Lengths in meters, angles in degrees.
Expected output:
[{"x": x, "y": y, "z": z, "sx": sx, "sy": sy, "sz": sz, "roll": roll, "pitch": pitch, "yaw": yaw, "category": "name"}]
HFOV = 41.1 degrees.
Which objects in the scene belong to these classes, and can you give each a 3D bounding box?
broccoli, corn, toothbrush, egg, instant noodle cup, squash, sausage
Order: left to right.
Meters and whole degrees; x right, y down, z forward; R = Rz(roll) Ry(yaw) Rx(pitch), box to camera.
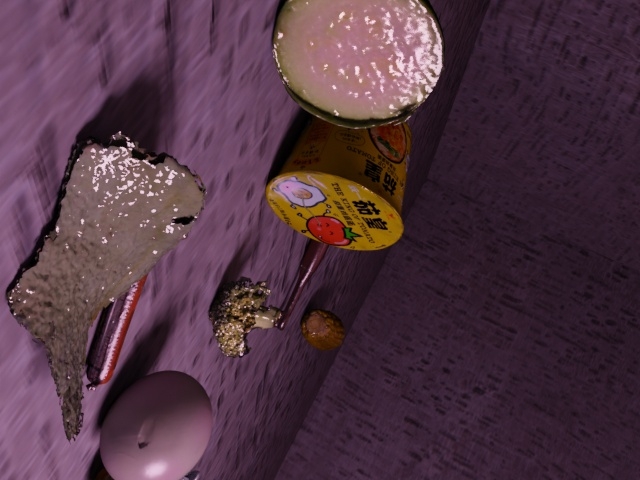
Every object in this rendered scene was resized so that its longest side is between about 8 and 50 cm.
[{"x": -0.162, "y": 0.042, "z": 0.715, "sx": 0.028, "sy": 0.025, "sz": 0.198, "roll": -106, "pitch": -143, "yaw": -71, "category": "sausage"}, {"x": -0.162, "y": 0.188, "z": 0.854, "sx": 0.135, "sy": 0.103, "sz": 0.103, "roll": -55, "pitch": 167, "yaw": -54, "category": "egg"}, {"x": -0.096, "y": 0.100, "z": 1.078, "sx": 0.095, "sy": 0.091, "sz": 0.097, "roll": 133, "pitch": -34, "yaw": -75, "category": "broccoli"}, {"x": 0.001, "y": 0.000, "z": 1.573, "sx": 0.364, "sy": 0.040, "sz": 0.041, "roll": -65, "pitch": 172, "yaw": 2, "category": "toothbrush"}, {"x": 0.003, "y": 0.208, "z": 2.002, "sx": 0.097, "sy": 0.097, "sz": 0.262, "roll": -64, "pitch": 167, "yaw": -7, "category": "corn"}, {"x": 0.035, "y": -0.093, "z": 1.104, "sx": 0.182, "sy": 0.182, "sz": 0.144, "roll": 98, "pitch": 9, "yaw": -64, "category": "instant noodle cup"}, {"x": 0.041, "y": -0.205, "z": 0.856, "sx": 0.123, "sy": 0.170, "sz": 0.170, "roll": -76, "pitch": -175, "yaw": -57, "category": "squash"}]

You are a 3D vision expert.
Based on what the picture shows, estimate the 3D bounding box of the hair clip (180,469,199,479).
[{"x": -0.210, "y": 0.376, "z": 1.334, "sx": 0.030, "sy": 0.039, "sz": 0.115, "roll": -55, "pitch": 170, "yaw": -28, "category": "hair clip"}]

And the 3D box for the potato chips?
[{"x": -0.160, "y": 0.038, "z": 0.615, "sx": 0.228, "sy": 0.059, "sz": 0.167, "roll": -61, "pitch": 166, "yaw": 4, "category": "potato chips"}]

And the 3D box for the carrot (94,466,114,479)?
[{"x": -0.225, "y": 0.324, "z": 1.004, "sx": 0.070, "sy": 0.070, "sz": 0.342, "roll": -61, "pitch": 174, "yaw": -27, "category": "carrot"}]
